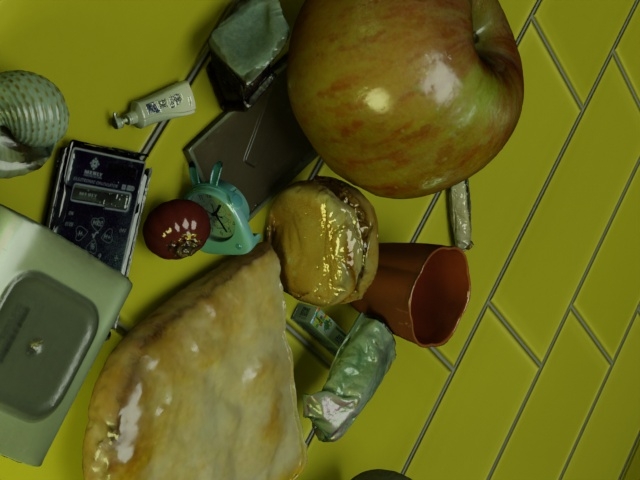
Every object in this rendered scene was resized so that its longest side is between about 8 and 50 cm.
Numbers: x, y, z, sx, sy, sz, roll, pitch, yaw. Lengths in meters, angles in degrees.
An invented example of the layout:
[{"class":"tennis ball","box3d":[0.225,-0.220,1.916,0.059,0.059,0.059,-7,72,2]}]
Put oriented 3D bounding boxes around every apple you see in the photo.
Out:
[{"class":"apple","box3d":[0.123,-0.259,1.830,0.400,0.334,0.400,36,44,-44]}]

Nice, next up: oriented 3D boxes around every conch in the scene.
[{"class":"conch","box3d":[-0.386,-0.145,1.447,0.153,0.102,0.135,2,116,-17]}]

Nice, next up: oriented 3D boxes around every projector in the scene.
[{"class":"projector","box3d":[-0.408,0.093,1.381,0.248,0.249,0.249,39,72,-49]}]

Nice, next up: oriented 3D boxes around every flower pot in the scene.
[{"class":"flower pot","box3d":[0.150,0.080,2.095,0.191,0.173,0.190,-20,118,-44]}]

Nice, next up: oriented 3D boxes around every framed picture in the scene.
[{"class":"framed picture","box3d":[-0.096,-0.145,1.849,0.260,0.023,0.189,-47,134,-30]}]

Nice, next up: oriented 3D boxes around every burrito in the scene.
[{"class":"burrito","box3d":[0.274,-0.058,2.304,0.045,0.041,0.185,-9,116,-4]},{"class":"burrito","box3d":[0.054,0.242,2.011,0.229,0.089,0.144,-57,146,-33]}]

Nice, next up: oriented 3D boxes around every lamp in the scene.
[{"class":"lamp","box3d":[-0.208,-0.016,1.707,0.101,0.090,0.101,-20,148,-13]}]

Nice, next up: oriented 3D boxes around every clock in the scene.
[{"class":"clock","box3d":[-0.155,-0.049,1.749,0.045,0.108,0.147,-50,133,-47]}]

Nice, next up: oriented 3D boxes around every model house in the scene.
[{"class":"model house","box3d":[-0.101,-0.267,1.740,0.165,0.106,0.152,-49,166,-24]}]

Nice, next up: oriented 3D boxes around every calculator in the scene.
[{"class":"calculator","box3d":[-0.320,0.003,1.630,0.166,0.028,0.274,8,96,-51]}]

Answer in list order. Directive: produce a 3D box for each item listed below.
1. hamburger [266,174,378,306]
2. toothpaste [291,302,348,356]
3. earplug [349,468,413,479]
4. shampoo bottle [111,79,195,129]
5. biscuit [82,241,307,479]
[{"class":"hamburger","box3d":[0.001,0.000,1.877,0.108,0.214,0.213,-8,108,-47]},{"class":"toothpaste","box3d":[0.010,0.162,2.059,0.164,0.046,0.034,45,64,-47]},{"class":"earplug","box3d":[0.037,0.619,2.032,0.394,0.313,0.312,-26,121,-42]},{"class":"shampoo bottle","box3d":[-0.237,-0.184,1.662,0.141,0.034,0.049,-28,128,-40]},{"class":"biscuit","box3d":[-0.190,0.283,1.819,0.446,0.104,0.429,-36,127,-40]}]
